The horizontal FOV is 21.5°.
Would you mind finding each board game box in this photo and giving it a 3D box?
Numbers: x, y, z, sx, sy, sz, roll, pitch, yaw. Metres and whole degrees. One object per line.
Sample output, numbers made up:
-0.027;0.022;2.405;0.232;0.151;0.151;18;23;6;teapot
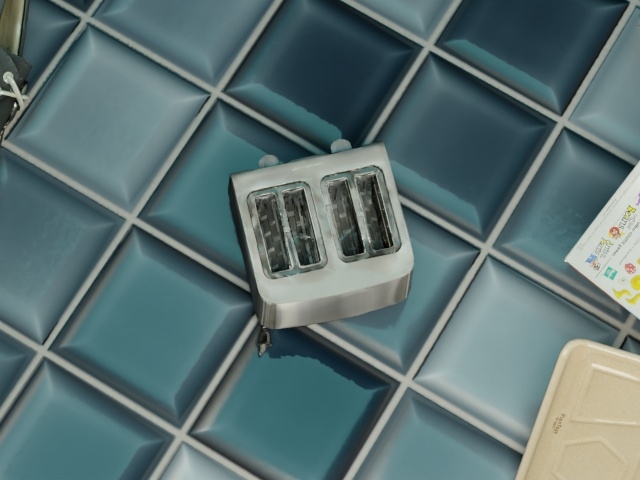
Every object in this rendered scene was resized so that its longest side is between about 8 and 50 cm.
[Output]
0.405;0.036;1.665;0.275;0.142;0.144;39;115;10;board game box

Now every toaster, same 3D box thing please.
0.000;0.000;1.707;0.168;0.110;0.186;-12;74;-4;toaster

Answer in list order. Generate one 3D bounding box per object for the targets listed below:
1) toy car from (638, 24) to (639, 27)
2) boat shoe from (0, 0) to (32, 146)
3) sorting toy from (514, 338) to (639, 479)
0.442;-0.211;1.751;0.210;0.238;0.219;-7;111;-28;toy car
-0.346;-0.183;1.751;0.091;0.114;0.303;-4;74;3;boat shoe
0.310;0.194;1.640;0.208;0.193;0.038;15;31;1;sorting toy
